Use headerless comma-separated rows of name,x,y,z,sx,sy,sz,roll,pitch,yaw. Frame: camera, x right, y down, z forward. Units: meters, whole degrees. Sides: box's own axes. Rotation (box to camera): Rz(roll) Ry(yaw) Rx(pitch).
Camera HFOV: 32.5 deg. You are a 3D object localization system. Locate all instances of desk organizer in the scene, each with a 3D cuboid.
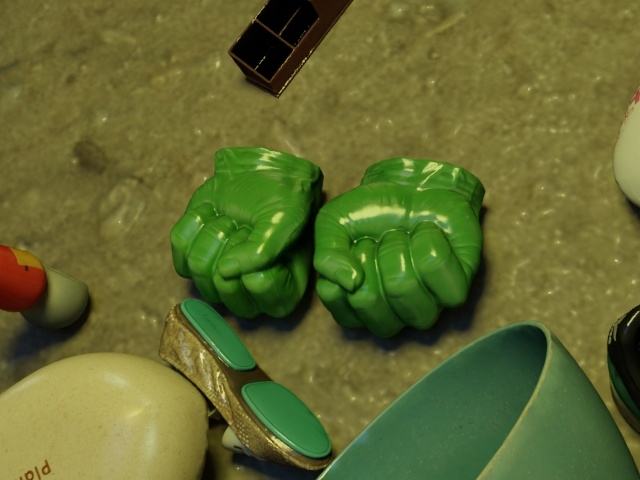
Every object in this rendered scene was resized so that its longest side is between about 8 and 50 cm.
desk organizer,-0.028,-0.211,1.067,0.047,0.050,0.130,31,80,31

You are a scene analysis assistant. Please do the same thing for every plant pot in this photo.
plant pot,0.104,0.221,0.701,0.195,0.290,0.290,45,87,-4

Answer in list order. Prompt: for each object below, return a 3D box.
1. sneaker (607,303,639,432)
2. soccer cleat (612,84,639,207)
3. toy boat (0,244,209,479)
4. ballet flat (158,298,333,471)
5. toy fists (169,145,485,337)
sneaker,0.310,0.145,0.714,0.302,0.121,0.108,35,82,31
soccer cleat,0.337,-0.171,0.844,0.116,0.143,0.331,39,84,32
toy boat,-0.221,0.145,0.935,0.267,0.148,0.318,-28,66,13
ballet flat,-0.068,0.134,0.918,0.206,0.073,0.067,46,115,35
toy fists,0.000,0.000,0.928,0.279,0.096,0.142,6,69,23
